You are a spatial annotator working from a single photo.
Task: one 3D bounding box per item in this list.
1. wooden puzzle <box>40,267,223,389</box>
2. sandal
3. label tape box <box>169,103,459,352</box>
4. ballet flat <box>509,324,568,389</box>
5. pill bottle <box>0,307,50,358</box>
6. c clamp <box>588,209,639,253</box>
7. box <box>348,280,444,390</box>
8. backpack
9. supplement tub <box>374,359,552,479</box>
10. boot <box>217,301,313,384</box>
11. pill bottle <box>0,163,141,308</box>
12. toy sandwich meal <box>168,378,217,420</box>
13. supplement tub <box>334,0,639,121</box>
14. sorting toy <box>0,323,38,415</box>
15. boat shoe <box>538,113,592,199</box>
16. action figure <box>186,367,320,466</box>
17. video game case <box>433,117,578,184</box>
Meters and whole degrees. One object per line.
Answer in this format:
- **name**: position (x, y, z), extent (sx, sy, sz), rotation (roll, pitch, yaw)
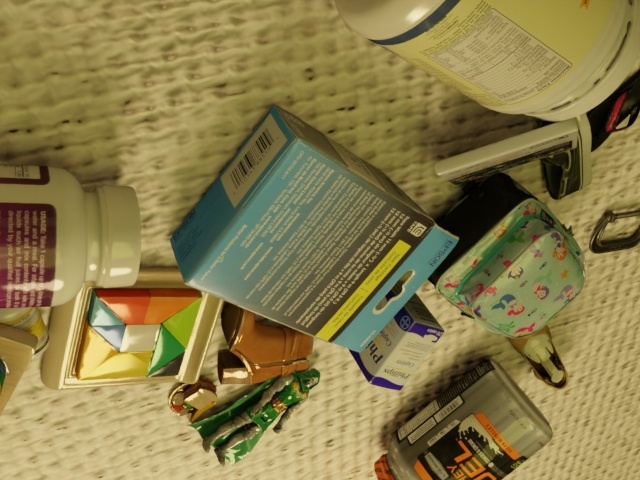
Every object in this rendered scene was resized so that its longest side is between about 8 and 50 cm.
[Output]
- **wooden puzzle**: position (-0.272, 0.136, 1.069), extent (0.239, 0.044, 0.221), rotation (5, 121, -27)
- **sandal**: position (0.486, -0.211, 1.167), extent (0.179, 0.040, 0.067), rotation (-46, 130, 11)
- **label tape box**: position (0.000, 0.000, 1.054), extent (0.348, 0.115, 0.249), rotation (27, 110, -39)
- **ballet flat**: position (0.440, 0.222, 1.439), extent (0.080, 0.073, 0.232), rotation (-39, 130, 5)
- **pill bottle**: position (-0.408, 0.101, 0.967), extent (0.065, 0.065, 0.116), rotation (-16, 128, -14)
- **c clamp**: position (0.571, -0.035, 1.351), extent (0.161, 0.022, 0.137), rotation (-13, 133, -18)
- **box**: position (0.115, 0.153, 1.205), extent (0.072, 0.126, 0.137), rotation (17, 115, -35)
- **backpack**: position (0.308, 0.042, 1.184), extent (0.225, 0.191, 0.253), rotation (-45, 135, 9)
- **supplement tub**: position (0.270, 0.395, 1.408), extent (0.316, 0.193, 0.193), rotation (-42, 130, 8)
- **boot**: position (-0.080, 0.150, 1.153), extent (0.152, 0.073, 0.197), rotation (-5, 137, -20)
- **pill bottle**: position (-0.369, -0.004, 0.841), extent (0.302, 0.169, 0.169), rotation (0, 123, -24)
- **toy sandwich meal**: position (-0.208, 0.264, 1.200), extent (0.086, 0.029, 0.085), rotation (-12, 128, -16)
- **supplement tub**: position (0.203, -0.290, 0.853), extent (0.325, 0.235, 0.235), rotation (19, 114, -34)
- **sorting toy**: position (-0.533, 0.196, 0.917), extent (0.257, 0.089, 0.255), rotation (23, 119, -24)
- **boat shoe**: position (0.375, -0.147, 1.139), extent (0.070, 0.078, 0.219), rotation (-31, 132, -2)
- **action figure**: position (-0.096, 0.294, 1.257), extent (0.232, 0.063, 0.137), rotation (-38, 127, 0)
- **video game case**: position (0.267, -0.122, 1.036), extent (0.190, 0.022, 0.173), rotation (-18, 174, 18)
